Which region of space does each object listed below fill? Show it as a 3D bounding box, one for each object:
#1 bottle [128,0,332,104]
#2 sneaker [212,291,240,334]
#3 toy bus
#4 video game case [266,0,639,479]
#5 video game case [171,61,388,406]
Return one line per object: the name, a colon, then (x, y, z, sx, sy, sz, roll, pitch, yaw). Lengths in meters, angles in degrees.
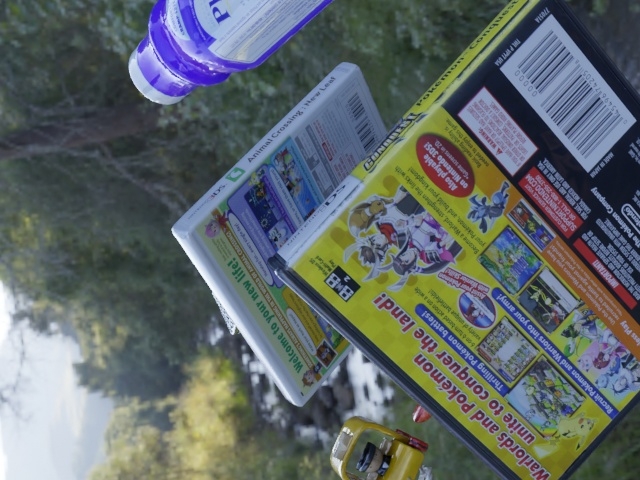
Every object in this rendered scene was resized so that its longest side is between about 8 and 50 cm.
bottle: (-0.076, -0.211, 0.823, 0.283, 0.092, 0.118, -29, 68, 47)
sneaker: (-0.111, 0.097, 1.539, 0.084, 0.097, 0.235, 65, 164, 0)
toy bus: (0.070, 0.293, 1.262, 0.191, 0.104, 0.202, -70, 5, -53)
video game case: (0.144, 0.014, 0.638, 0.275, 0.248, 0.035, 44, 178, -22)
video game case: (0.000, 0.000, 0.750, 0.023, 0.193, 0.212, 22, 151, 43)
